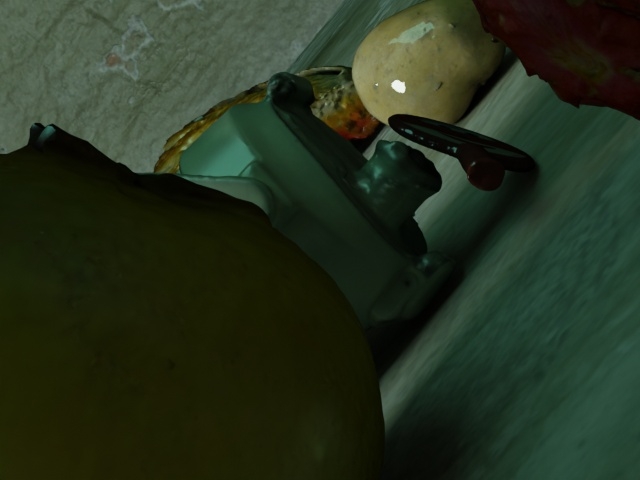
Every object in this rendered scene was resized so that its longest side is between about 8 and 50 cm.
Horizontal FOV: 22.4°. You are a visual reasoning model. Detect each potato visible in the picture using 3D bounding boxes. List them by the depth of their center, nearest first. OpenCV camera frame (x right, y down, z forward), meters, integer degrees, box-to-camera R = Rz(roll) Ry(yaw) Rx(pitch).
[{"bbox_3d":[0.089,-0.145,1.343,0.147,0.112,0.112,-33,19,43],"label":"potato"}]

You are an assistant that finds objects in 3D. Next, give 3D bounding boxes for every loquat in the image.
[{"bbox_3d":[-0.140,0.124,0.801,0.328,0.328,0.359,-167,85,-80],"label":"loquat"}]

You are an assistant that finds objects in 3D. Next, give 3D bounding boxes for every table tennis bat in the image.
[{"bbox_3d":[0.092,-0.056,1.009,0.154,0.098,0.019,-104,31,-76],"label":"table tennis bat"}]

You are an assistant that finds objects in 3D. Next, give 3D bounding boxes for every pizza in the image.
[{"bbox_3d":[-0.114,-0.018,1.760,0.406,0.130,0.440,-55,20,-21],"label":"pizza"}]

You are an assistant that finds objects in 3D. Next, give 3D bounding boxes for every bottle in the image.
[{"bbox_3d":[-0.082,0.043,1.058,0.351,0.229,0.229,-48,10,13],"label":"bottle"}]

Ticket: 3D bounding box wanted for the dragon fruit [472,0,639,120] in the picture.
[{"bbox_3d":[0.175,-0.188,0.766,0.268,0.205,0.210,-54,2,2],"label":"dragon fruit"}]
